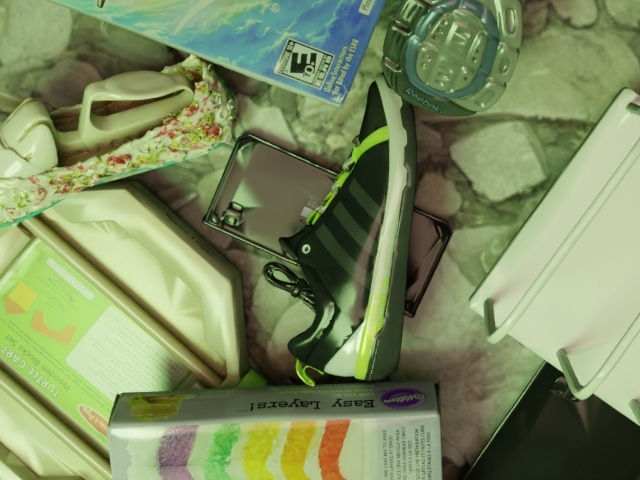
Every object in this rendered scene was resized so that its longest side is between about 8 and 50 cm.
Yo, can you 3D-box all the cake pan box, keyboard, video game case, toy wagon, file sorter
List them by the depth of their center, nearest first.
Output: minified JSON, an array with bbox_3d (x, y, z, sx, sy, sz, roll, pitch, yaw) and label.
[{"bbox_3d":[-0.052,-0.249,0.877,0.244,0.061,0.269,18,100,-19],"label":"video game case"},{"bbox_3d":[0.266,0.057,0.933,0.278,0.173,0.193,35,99,1],"label":"file sorter"},{"bbox_3d":[-0.028,0.238,1.068,0.246,0.070,0.266,0,110,3],"label":"cake pan box"},{"bbox_3d":[0.000,0.000,1.085,0.180,0.023,0.108,24,99,3],"label":"keyboard"},{"bbox_3d":[0.118,0.211,1.110,0.201,0.033,0.317,30,104,-6],"label":"keyboard"},{"bbox_3d":[-0.219,0.113,1.120,0.267,0.068,0.344,42,106,-2],"label":"toy wagon"}]

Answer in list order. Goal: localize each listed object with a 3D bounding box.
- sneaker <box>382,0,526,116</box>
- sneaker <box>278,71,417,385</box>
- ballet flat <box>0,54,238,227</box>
[{"bbox_3d":[0.121,-0.228,0.922,0.111,0.129,0.297,24,128,-5],"label":"sneaker"},{"bbox_3d":[0.018,-0.009,1.023,0.097,0.084,0.234,5,88,3],"label":"sneaker"},{"bbox_3d":[-0.177,-0.080,1.031,0.241,0.091,0.077,-21,142,-12],"label":"ballet flat"}]
